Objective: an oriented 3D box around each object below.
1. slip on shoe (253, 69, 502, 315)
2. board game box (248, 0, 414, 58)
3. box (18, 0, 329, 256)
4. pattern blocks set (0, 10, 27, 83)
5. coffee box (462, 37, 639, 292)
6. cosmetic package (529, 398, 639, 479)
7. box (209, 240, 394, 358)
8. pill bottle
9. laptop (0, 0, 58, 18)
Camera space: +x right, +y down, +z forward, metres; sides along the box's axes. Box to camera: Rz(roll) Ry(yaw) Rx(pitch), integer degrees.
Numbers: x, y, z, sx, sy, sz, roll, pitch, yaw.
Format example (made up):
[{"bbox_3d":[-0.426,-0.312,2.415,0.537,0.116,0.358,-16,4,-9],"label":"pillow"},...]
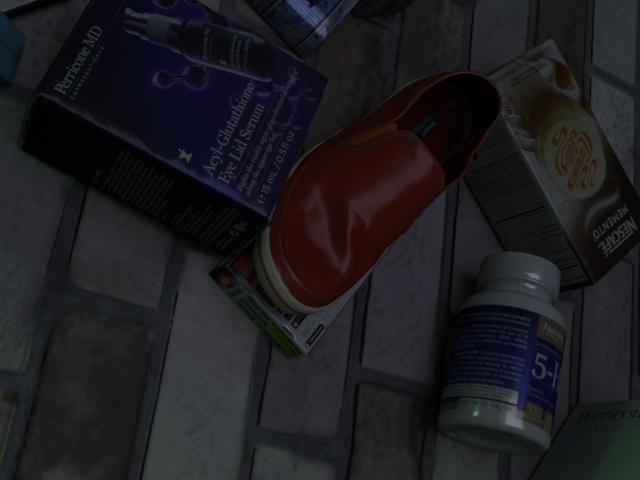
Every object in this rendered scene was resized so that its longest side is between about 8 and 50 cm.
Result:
[{"bbox_3d":[0.059,-0.059,0.831,0.331,0.101,0.123,-44,103,-31],"label":"slip on shoe"},{"bbox_3d":[0.011,-0.292,0.932,0.194,0.060,0.194,43,59,-15],"label":"board game box"},{"bbox_3d":[-0.121,-0.107,0.752,0.207,0.108,0.153,27,63,-15],"label":"box"},{"bbox_3d":[-0.307,-0.148,0.583,0.026,0.325,0.286,7,64,16],"label":"pattern blocks set"},{"bbox_3d":[0.249,-0.080,1.003,0.141,0.098,0.247,-34,97,-34],"label":"coffee box"},{"bbox_3d":[0.261,0.354,0.817,0.161,0.230,0.453,51,56,-10],"label":"cosmetic package"},{"bbox_3d":[0.000,0.000,0.861,0.114,0.036,0.207,49,57,-12],"label":"box"},{"bbox_3d":[0.189,0.112,0.906,0.112,0.112,0.187,26,65,-25],"label":"pill bottle"},{"bbox_3d":[-0.388,-0.333,0.582,0.382,0.236,0.408,-33,96,-34],"label":"laptop"}]
